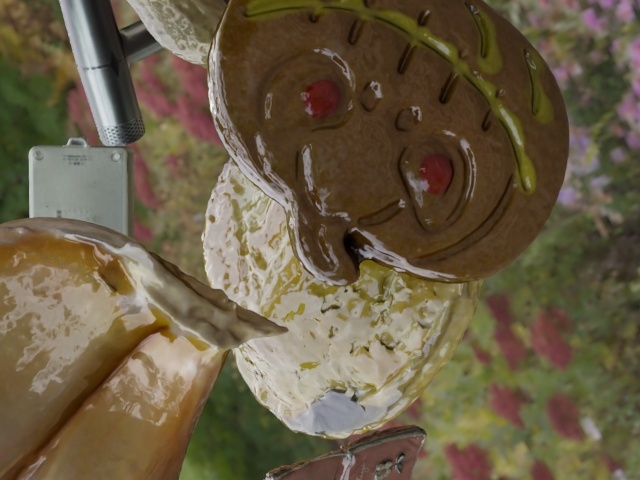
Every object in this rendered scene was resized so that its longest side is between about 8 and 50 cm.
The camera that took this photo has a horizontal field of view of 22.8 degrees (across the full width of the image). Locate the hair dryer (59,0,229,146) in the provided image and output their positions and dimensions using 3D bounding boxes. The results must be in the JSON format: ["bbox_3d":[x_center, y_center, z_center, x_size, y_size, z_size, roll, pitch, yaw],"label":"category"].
[{"bbox_3d":[-0.242,-0.323,2.012,0.155,0.284,0.320,5,131,32],"label":"hair dryer"}]

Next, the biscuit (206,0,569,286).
[{"bbox_3d":[0.069,-0.117,1.592,0.394,0.350,0.070,25,163,-15],"label":"biscuit"}]

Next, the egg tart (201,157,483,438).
[{"bbox_3d":[0.000,0.000,1.820,0.443,0.178,0.443,-17,68,46],"label":"egg tart"}]

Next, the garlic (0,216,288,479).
[{"bbox_3d":[-0.203,0.142,1.281,0.249,0.313,0.286,33,179,45],"label":"garlic"}]

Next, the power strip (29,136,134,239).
[{"bbox_3d":[-0.248,0.075,1.655,0.043,0.106,0.367,-51,-38,-83],"label":"power strip"}]

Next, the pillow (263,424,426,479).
[{"bbox_3d":[0.018,0.289,1.878,0.043,0.232,0.126,45,137,39],"label":"pillow"}]

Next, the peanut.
[{"bbox_3d":[-0.165,-0.277,1.749,0.214,0.098,0.090,53,-172,-25],"label":"peanut"}]
